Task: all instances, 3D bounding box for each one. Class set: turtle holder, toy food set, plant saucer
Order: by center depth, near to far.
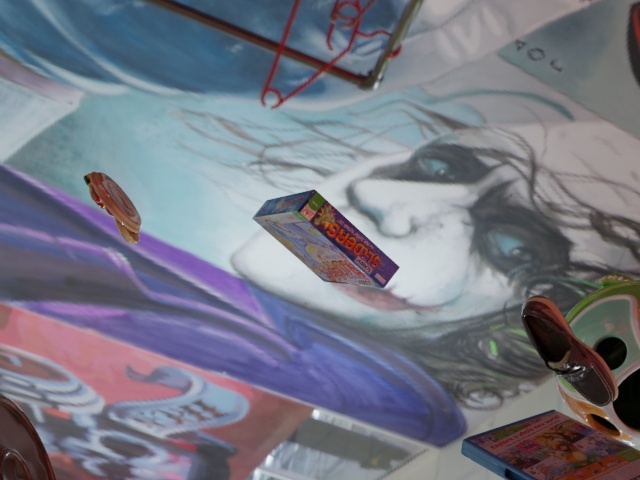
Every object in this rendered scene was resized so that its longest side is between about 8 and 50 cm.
[{"bbox_3d":[-0.221,-0.039,0.844,0.020,0.083,0.082,-36,-144,4],"label":"toy food set"},{"bbox_3d":[-0.399,0.310,0.988,0.310,0.050,0.310,159,-90,-89],"label":"plant saucer"},{"bbox_3d":[0.525,0.186,1.227,0.320,0.243,0.227,-20,-171,15],"label":"turtle holder"}]

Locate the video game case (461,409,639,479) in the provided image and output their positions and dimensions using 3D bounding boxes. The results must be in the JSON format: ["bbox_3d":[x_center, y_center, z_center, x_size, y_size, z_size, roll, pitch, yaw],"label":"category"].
[{"bbox_3d":[0.204,0.175,0.581,0.166,0.119,0.015,22,-69,49],"label":"video game case"}]

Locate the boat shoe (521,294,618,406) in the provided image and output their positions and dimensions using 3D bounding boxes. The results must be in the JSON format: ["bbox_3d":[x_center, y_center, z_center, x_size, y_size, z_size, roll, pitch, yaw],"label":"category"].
[{"bbox_3d":[0.283,0.136,0.916,0.056,0.152,0.049,-46,171,38],"label":"boat shoe"}]

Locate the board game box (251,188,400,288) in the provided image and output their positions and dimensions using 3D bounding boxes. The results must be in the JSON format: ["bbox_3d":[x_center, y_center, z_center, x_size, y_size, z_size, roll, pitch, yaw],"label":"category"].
[{"bbox_3d":[0.000,0.000,0.966,0.035,0.136,0.201,-52,-166,-13],"label":"board game box"}]
